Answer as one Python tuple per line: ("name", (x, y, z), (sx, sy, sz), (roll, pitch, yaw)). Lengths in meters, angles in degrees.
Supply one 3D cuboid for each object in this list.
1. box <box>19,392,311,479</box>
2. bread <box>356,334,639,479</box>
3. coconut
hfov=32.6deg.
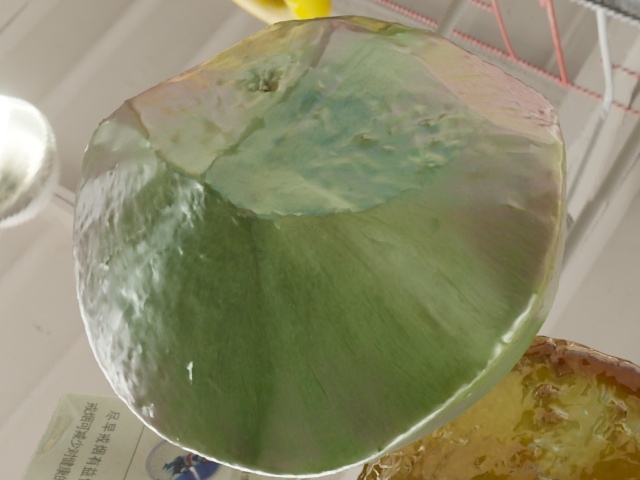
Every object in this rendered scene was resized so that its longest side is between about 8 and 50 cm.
("box", (-0.141, 0.228, 1.027), (0.256, 0.069, 0.164), (4, -146, 6))
("bread", (0.183, 0.227, 0.875), (0.358, 0.337, 0.204), (28, -123, 10))
("coconut", (0.000, 0.000, 0.492), (0.236, 0.236, 0.204), (20, -92, 20))
